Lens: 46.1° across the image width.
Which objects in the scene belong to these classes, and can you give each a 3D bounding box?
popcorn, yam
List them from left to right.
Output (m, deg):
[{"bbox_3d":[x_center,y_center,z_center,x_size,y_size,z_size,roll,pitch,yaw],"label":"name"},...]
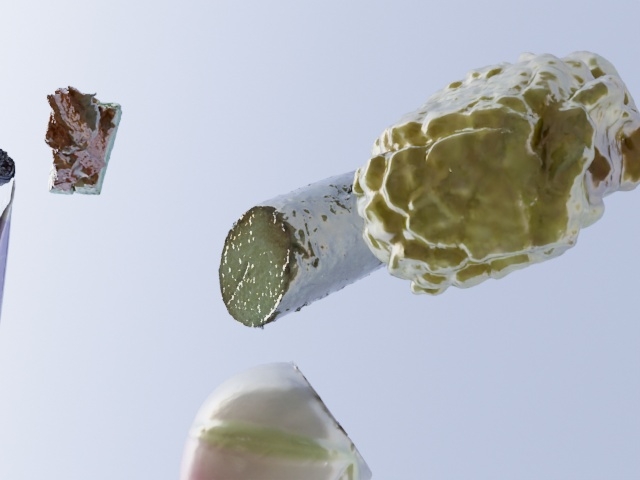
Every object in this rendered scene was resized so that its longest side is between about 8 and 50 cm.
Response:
[{"bbox_3d":[0.000,0.000,1.074,0.168,0.304,0.168,23,-57,41],"label":"yam"},{"bbox_3d":[0.167,-0.064,0.658,0.285,0.225,0.174,-26,-78,1],"label":"popcorn"}]

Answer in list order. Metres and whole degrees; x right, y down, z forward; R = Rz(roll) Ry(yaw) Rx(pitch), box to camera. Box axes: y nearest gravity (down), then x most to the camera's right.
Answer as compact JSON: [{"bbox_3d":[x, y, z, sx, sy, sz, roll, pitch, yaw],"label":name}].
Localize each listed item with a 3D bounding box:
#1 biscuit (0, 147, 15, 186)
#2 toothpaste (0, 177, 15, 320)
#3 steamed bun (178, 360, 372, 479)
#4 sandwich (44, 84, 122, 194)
[{"bbox_3d":[-0.508,-0.125,1.158,0.027,0.087,0.089,-22,-70,14],"label":"biscuit"},{"bbox_3d":[-0.247,0.146,0.477,0.125,0.080,0.371,-16,-122,63],"label":"toothpaste"},{"bbox_3d":[-0.094,0.360,1.180,0.309,0.309,0.310,-2,-94,25],"label":"steamed bun"},{"bbox_3d":[-0.398,-0.158,1.249,0.109,0.160,0.185,10,-84,-12],"label":"sandwich"}]
